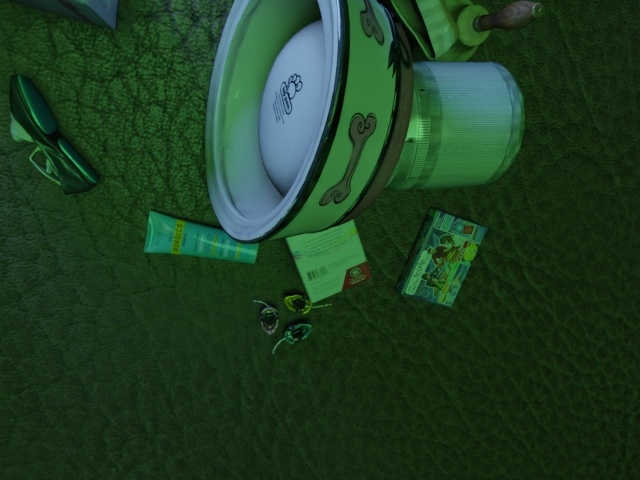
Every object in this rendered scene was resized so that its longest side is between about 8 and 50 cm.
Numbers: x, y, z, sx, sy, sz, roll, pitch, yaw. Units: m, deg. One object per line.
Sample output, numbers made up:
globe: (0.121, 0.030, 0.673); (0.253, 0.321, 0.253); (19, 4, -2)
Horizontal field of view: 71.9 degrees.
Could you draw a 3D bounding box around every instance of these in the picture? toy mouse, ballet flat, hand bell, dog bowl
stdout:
toy mouse: (-0.076, 0.174, 0.939); (0.161, 0.031, 0.142); (17, 103, -18)
ballet flat: (-0.451, -0.161, 0.717); (0.074, 0.074, 0.203); (-29, 114, -4)
hand bell: (0.279, -0.364, 0.737); (0.126, 0.242, 0.126); (-4, 109, -12)
dog bowl: (-0.033, -0.193, 0.651); (0.151, 0.408, 0.407); (4, 107, -33)

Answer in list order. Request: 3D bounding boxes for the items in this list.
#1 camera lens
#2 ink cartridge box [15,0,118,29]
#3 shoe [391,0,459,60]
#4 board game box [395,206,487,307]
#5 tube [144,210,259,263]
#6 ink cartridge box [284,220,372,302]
camera lens: (0.192, -0.200, 0.782); (0.275, 0.219, 0.219); (-5, 109, -12)
ink cartridge box: (-0.429, -0.390, 0.571); (0.290, 0.211, 0.121); (10, 104, -18)
shoe: (0.152, -0.389, 0.707); (0.058, 0.076, 0.219); (-47, 122, -2)
board game box: (0.267, 0.040, 0.979); (0.136, 0.035, 0.201); (17, 103, -19)
tube: (-0.223, 0.001, 0.842); (0.207, 0.052, 0.080); (10, 95, -10)
ink cartridge box: (0.000, 0.000, 0.849); (0.128, 0.127, 0.176); (-21, 112, -6)
